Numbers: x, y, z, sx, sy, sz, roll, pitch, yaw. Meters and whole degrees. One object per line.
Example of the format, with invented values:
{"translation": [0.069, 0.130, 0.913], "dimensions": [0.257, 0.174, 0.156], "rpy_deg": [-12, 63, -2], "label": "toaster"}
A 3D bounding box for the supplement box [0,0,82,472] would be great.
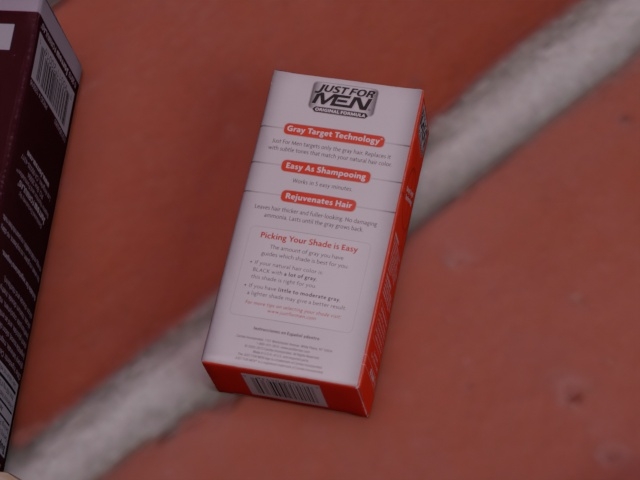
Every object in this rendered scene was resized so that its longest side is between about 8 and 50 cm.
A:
{"translation": [-0.193, 0.007, 0.810], "dimensions": [0.130, 0.073, 0.239], "rpy_deg": [3, 66, 10], "label": "supplement box"}

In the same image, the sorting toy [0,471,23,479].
{"translation": [-0.043, 0.221, 0.563], "dimensions": [0.257, 0.089, 0.255], "rpy_deg": [36, 45, -9], "label": "sorting toy"}

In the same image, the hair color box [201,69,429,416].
{"translation": [0.000, 0.000, 0.802], "dimensions": [0.072, 0.043, 0.141], "rpy_deg": [9, 69, 12], "label": "hair color box"}
